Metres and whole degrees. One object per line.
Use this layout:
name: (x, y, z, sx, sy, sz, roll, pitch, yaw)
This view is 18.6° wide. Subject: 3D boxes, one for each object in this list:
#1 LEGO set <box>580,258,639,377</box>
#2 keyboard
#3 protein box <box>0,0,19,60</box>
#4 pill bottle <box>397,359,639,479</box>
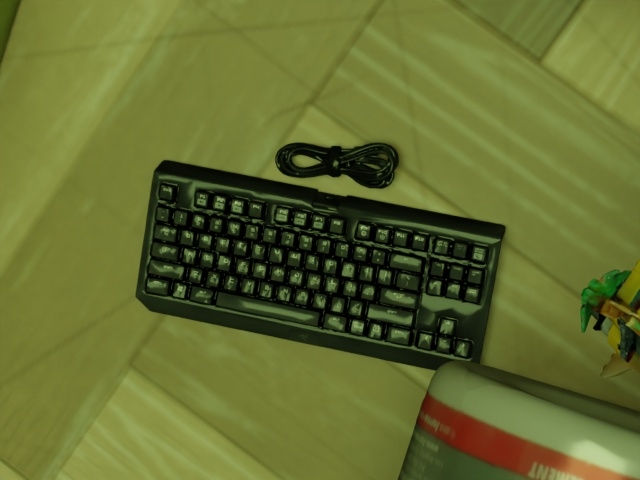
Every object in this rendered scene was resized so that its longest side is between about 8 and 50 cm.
LEGO set: (0.223, -0.054, 0.818, 0.192, 0.331, 0.255, 47, 126, 34)
keyboard: (0.000, 0.000, 0.981, 0.180, 0.023, 0.108, 11, 96, 9)
protein box: (-0.259, -0.068, 0.933, 0.136, 0.201, 0.199, 20, 98, 9)
pill bottle: (0.085, 0.210, 0.869, 0.161, 0.161, 0.283, 18, 92, 9)
